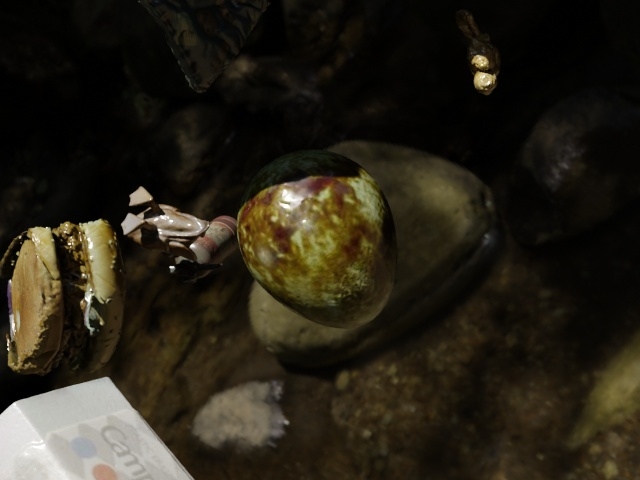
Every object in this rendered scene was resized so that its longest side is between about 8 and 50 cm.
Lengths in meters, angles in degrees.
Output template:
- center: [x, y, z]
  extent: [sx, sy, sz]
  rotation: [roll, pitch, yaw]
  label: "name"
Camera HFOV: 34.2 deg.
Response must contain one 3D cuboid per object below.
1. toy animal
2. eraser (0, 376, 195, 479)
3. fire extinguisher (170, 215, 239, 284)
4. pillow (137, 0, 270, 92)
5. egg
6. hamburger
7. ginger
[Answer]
- center: [-0.248, -0.009, 1.761]
  extent: [0.188, 0.179, 0.089]
  rotation: [5, 66, 28]
  label: "toy animal"
- center: [-0.234, 0.351, 1.287]
  extent: [0.397, 0.213, 0.082]
  rotation: [46, 117, 21]
  label: "eraser"
- center: [-0.209, 0.016, 1.920]
  extent: [0.106, 0.075, 0.252]
  rotation: [-33, 5, 25]
  label: "fire extinguisher"
- center: [-0.156, -0.318, 1.182]
  extent: [0.034, 0.255, 0.189]
  rotation: [-5, 43, 37]
  label: "pillow"
- center: [0.000, 0.000, 1.595]
  extent: [0.238, 0.238, 0.289]
  rotation: [-35, 70, 27]
  label: "egg"
- center: [-0.499, 0.119, 1.994]
  extent: [0.318, 0.195, 0.277]
  rotation: [-31, 66, 54]
  label: "hamburger"
- center: [0.273, -0.308, 1.740]
  extent: [0.052, 0.176, 0.193]
  rotation: [-23, 66, 21]
  label: "ginger"
